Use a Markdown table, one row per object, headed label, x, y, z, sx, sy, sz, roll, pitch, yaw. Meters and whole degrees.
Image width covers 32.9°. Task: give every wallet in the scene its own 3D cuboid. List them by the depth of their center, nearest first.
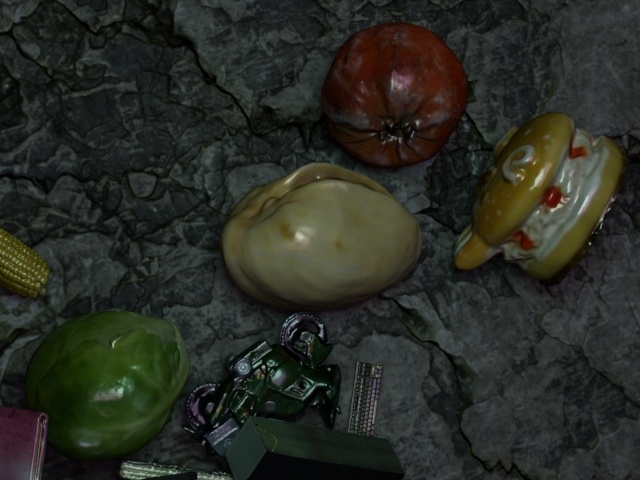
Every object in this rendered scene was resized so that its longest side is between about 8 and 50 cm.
| label | x | y | z | sx | sy | sz | roll | pitch | yaw |
| --- | --- | --- | --- | --- | --- | --- | --- | --- | --- |
| wallet | -0.481 | 0.296 | 1.555 | 0.025 | 0.232 | 0.119 | 17 | 76 | -54 |

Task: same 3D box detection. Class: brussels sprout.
| label | x | y | z | sx | sy | sz | roll | pitch | yaw |
| --- | --- | --- | --- | --- | --- | --- | --- | --- | --- |
| brussels sprout | -0.311 | 0.209 | 1.596 | 0.244 | 0.244 | 0.244 | 2 | 82 | -14 |

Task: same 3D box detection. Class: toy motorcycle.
| label | x | y | z | sx | sy | sz | roll | pitch | yaw |
| --- | --- | --- | --- | --- | --- | --- | --- | --- | --- |
| toy motorcycle | -0.077 | 0.250 | 1.699 | 0.275 | 0.125 | 0.187 | -34 | 98 | -11 |

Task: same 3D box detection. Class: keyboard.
| label | x | y | z | sx | sy | sz | roll | pitch | yaw |
| --- | --- | --- | --- | --- | --- | --- | --- | --- | --- |
| keyboard | 0.074 | 0.265 | 1.787 | 0.049 | 0.015 | 0.129 | 11 | 80 | -13 |

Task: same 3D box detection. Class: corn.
| label | x | y | z | sx | sy | sz | roll | pitch | yaw |
| --- | --- | --- | --- | --- | --- | --- | --- | --- | --- |
| corn | -0.513 | 0.005 | 1.642 | 0.238 | 0.080 | 0.080 | 36 | 76 | -6 |

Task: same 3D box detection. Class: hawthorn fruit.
| label | x | y | z | sx | sy | sz | roll | pitch | yaw |
| --- | --- | --- | --- | --- | --- | --- | --- | --- | --- |
| hawthorn fruit | 0.117 | -0.262 | 1.784 | 0.242 | 0.242 | 0.271 | 10 | 49 | -13 |

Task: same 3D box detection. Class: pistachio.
| label | x | y | z | sx | sy | sz | roll | pitch | yaw |
| --- | --- | --- | --- | --- | --- | --- | --- | --- | --- |
| pistachio | 0.000 | 0.000 | 1.703 | 0.321 | 0.229 | 0.238 | -3 | 122 | -21 |

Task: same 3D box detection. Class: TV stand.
| label | x | y | z | sx | sy | sz | roll | pitch | yaw |
| --- | --- | --- | --- | --- | --- | --- | --- | --- | --- |
| TV stand | -0.006 | 0.343 | 1.657 | 0.269 | 0.083 | 0.088 | 17 | 118 | -33 |

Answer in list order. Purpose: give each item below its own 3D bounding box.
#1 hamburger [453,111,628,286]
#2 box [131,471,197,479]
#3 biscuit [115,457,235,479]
| label | x | y | z | sx | sy | sz | roll | pitch | yaw |
| --- | --- | --- | --- | --- | --- | --- | --- | --- | --- |
| hamburger | 0.349 | -0.066 | 1.796 | 0.186 | 0.261 | 0.302 | 26 | 118 | -4 |
| box | -0.325 | 0.497 | 1.492 | 0.345 | 0.251 | 0.204 | -5 | 127 | -11 |
| biscuit | -0.210 | 0.359 | 1.648 | 0.199 | 0.121 | 0.040 | 11 | 81 | -13 |
